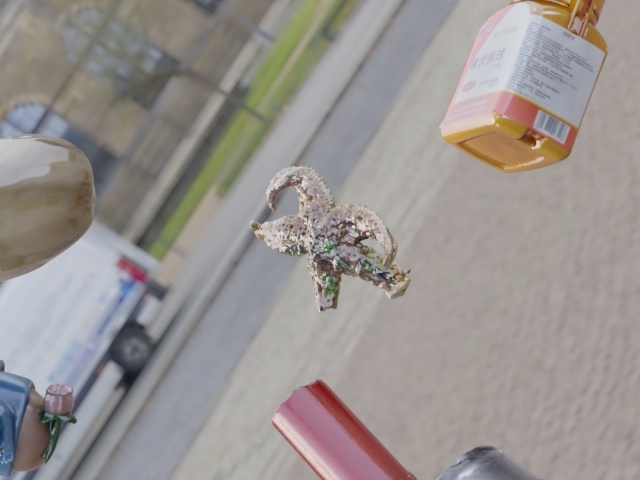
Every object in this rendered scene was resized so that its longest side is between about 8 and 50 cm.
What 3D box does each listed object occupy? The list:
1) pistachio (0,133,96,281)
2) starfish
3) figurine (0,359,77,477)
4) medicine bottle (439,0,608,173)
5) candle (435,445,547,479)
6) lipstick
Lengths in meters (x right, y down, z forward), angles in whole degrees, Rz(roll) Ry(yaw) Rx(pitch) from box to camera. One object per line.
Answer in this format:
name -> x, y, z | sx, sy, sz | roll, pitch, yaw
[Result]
pistachio -> -0.324, -0.031, 1.745 | 0.238, 0.153, 0.138 | -17, 64, 34
starfish -> 0.007, -0.001, 1.785 | 0.053, 0.209, 0.150 | -9, -79, -47
figurine -> -0.312, 0.188, 1.727 | 0.178, 0.144, 0.114 | -28, -60, -74
medicine bottle -> 0.239, -0.197, 1.983 | 0.149, 0.112, 0.222 | -12, 54, 66
candle -> 0.174, 0.299, 1.211 | 0.187, 0.330, 0.187 | -44, -21, -22
lipstick -> 0.066, 0.251, 1.686 | 0.073, 0.280, 0.073 | -36, -22, -18
